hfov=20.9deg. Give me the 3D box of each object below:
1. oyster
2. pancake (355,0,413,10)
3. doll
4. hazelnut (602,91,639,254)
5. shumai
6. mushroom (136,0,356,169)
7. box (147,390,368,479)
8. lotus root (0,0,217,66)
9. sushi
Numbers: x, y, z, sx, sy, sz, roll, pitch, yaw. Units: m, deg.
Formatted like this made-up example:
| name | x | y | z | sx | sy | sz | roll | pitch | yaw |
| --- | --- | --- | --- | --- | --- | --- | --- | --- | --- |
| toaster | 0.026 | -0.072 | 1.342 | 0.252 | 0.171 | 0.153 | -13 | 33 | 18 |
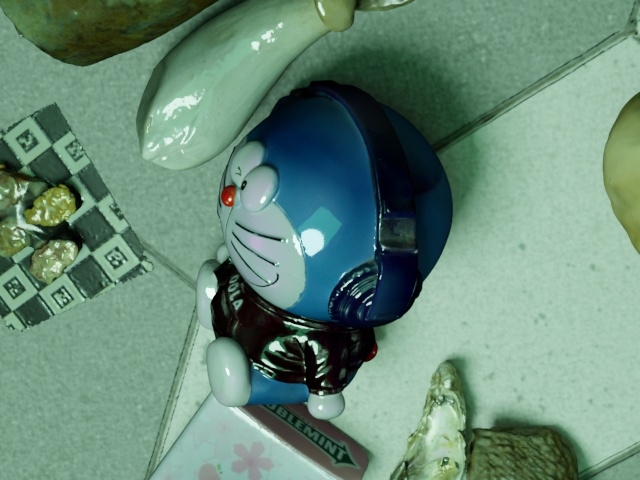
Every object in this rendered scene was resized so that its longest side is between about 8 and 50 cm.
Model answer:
| name | x | y | z | sx | sy | sz | roll | pitch | yaw |
| --- | --- | --- | --- | --- | --- | --- | --- | --- | --- |
| oyster | 0.121 | 0.227 | 1.842 | 0.106 | 0.061 | 0.200 | 28 | 113 | -15 |
| pancake | 0.047 | -0.344 | 1.699 | 0.222 | 0.042 | 0.236 | -21 | 97 | 24 |
| doll | 0.000 | 0.000 | 1.708 | 0.240 | 0.284 | 0.310 | -3 | 125 | -26 |
| hazelnut | 0.389 | -0.064 | 1.597 | 0.261 | 0.241 | 0.261 | 2 | 99 | 13 |
| shumai | 0.189 | 0.261 | 1.800 | 0.145 | 0.145 | 0.116 | 41 | 142 | -1 |
| mushroom | -0.077 | -0.185 | 1.733 | 0.270 | 0.118 | 0.103 | -42 | 133 | 19 |
| box | -0.126 | 0.330 | 1.885 | 0.190 | 0.112 | 0.369 | 35 | 109 | 3 |
| lotus root | -0.148 | -0.328 | 1.632 | 0.346 | 0.250 | 0.250 | -25 | 98 | 25 |
| sushi | -0.313 | -0.017 | 1.869 | 0.193 | 0.040 | 0.210 | -25 | 98 | 18 |
